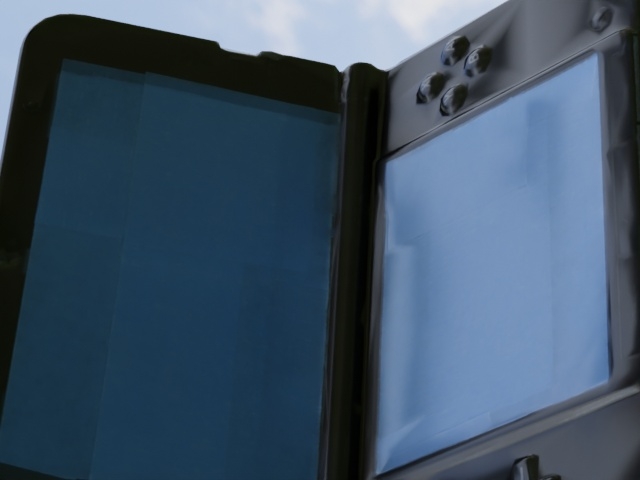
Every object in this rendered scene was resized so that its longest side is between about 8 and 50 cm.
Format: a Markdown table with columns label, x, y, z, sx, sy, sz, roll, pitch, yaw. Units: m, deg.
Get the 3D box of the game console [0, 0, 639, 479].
| label | x | y | z | sx | sy | sz | roll | pitch | yaw |
| --- | --- | --- | --- | --- | --- | --- | --- | --- | --- |
| game console | 0.000 | 0.000 | 0.816 | 0.173 | 0.250 | 0.293 | 31 | -133 | -35 |
